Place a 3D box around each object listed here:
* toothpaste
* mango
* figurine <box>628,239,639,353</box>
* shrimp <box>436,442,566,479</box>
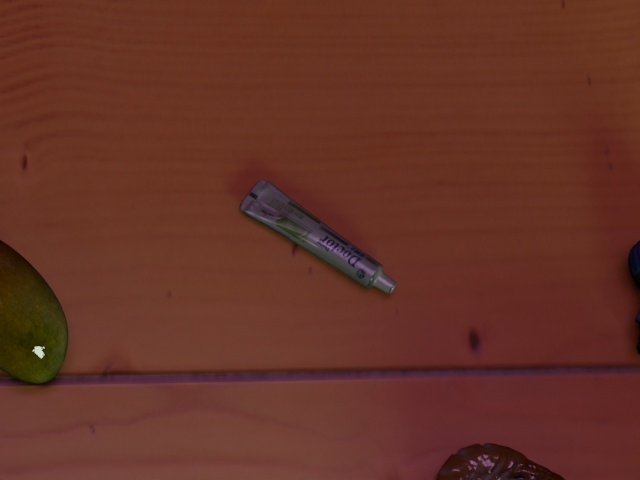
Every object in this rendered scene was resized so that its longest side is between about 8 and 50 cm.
[{"bbox_3d":[0.000,0.000,2.040,0.197,0.029,0.048,34,68,10],"label":"toothpaste"},{"bbox_3d":[-0.396,0.046,1.925,0.289,0.129,0.146,17,70,-7],"label":"mango"},{"bbox_3d":[0.370,0.060,2.046,0.079,0.077,0.136,17,79,20],"label":"figurine"},{"bbox_3d":[0.215,0.263,1.954,0.184,0.043,0.091,9,64,-2],"label":"shrimp"}]
